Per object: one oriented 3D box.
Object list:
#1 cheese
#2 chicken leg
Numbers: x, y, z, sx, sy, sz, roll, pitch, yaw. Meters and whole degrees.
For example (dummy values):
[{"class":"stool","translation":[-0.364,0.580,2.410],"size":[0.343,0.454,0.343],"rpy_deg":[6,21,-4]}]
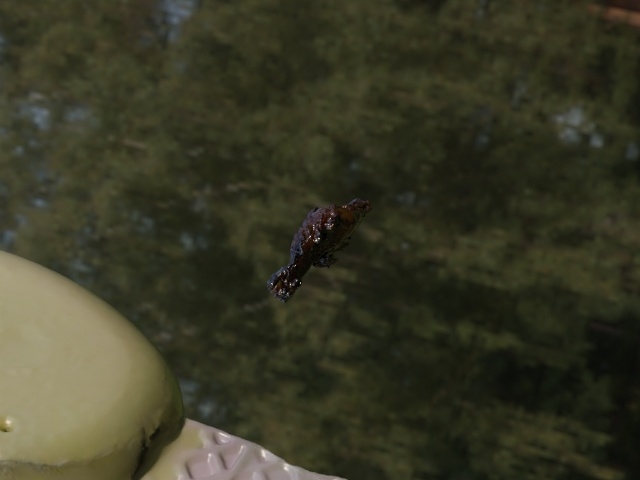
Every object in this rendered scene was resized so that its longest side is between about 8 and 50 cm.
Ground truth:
[{"class":"cheese","translation":[-0.081,0.076,0.642],"size":[0.127,0.255,0.050],"rpy_deg":[-48,-32,-42]},{"class":"chicken leg","translation":[0.001,-0.002,0.674],"size":[0.036,0.021,0.083],"rpy_deg":[-49,0,22]}]
